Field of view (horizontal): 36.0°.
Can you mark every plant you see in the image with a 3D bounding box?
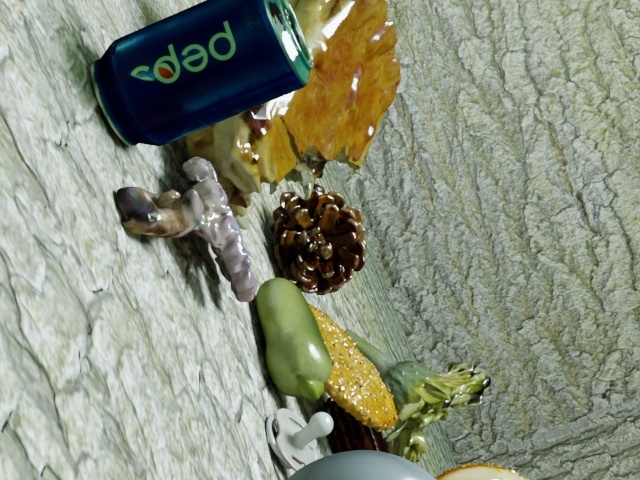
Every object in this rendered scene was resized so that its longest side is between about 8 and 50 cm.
[{"bbox_3d":[0.200,0.283,1.917,0.306,0.261,0.296,83,-9,-68],"label":"plant"}]

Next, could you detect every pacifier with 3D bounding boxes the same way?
[{"bbox_3d":[-0.020,0.228,1.165,0.081,0.078,0.099,42,22,-27],"label":"pacifier"}]

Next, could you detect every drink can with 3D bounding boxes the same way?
[{"bbox_3d":[-0.117,-0.173,0.979,0.118,0.205,0.118,-22,90,-82],"label":"drink can"}]

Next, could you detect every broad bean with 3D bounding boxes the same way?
[{"bbox_3d":[-0.032,0.131,1.295,0.174,0.082,0.124,-100,166,-45],"label":"broad bean"}]

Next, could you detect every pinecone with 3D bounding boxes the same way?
[{"bbox_3d":[-0.003,0.000,1.590,0.195,0.150,0.179,-64,141,-75],"label":"pinecone"}]

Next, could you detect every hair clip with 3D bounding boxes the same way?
[{"bbox_3d":[-0.126,-0.019,1.043,0.300,0.069,0.172,30,39,-79],"label":"hair clip"}]

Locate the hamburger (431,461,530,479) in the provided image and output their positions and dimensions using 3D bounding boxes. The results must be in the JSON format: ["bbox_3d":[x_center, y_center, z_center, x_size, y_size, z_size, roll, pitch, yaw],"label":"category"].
[{"bbox_3d":[0.294,0.562,1.844,0.225,0.291,0.291,-102,170,-54],"label":"hamburger"}]

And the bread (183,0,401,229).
[{"bbox_3d":[-0.050,-0.187,1.305,0.370,0.192,0.314,-60,157,-21],"label":"bread"}]

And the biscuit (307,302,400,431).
[{"bbox_3d":[0.029,0.181,1.475,0.254,0.035,0.254,45,11,-11],"label":"biscuit"}]

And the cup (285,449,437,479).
[{"bbox_3d":[0.052,0.356,0.872,0.312,0.206,0.205,-104,171,-47],"label":"cup"}]

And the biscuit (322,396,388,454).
[{"bbox_3d":[0.096,0.421,1.526,0.107,0.073,0.388,13,57,-83],"label":"biscuit"}]
